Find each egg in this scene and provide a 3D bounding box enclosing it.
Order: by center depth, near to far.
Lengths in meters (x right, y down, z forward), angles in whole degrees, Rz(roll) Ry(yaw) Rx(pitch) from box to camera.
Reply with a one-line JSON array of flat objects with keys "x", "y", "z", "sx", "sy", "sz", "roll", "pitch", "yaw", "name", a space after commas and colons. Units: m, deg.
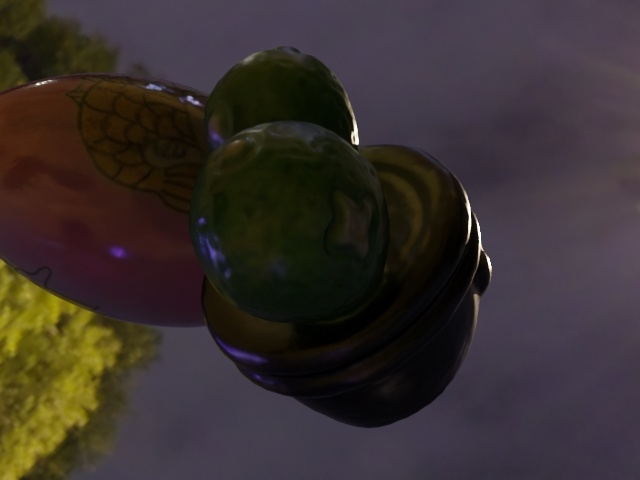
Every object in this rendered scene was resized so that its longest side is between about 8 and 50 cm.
[{"x": -0.147, "y": -0.030, "z": 0.999, "sx": 0.271, "sy": 0.196, "sz": 0.196, "roll": 1, "pitch": -147, "yaw": -23, "name": "egg"}]

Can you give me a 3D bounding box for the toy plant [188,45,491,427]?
[{"x": 0.000, "y": 0.000, "z": 0.761, "sx": 0.175, "sy": 0.235, "sz": 0.218, "roll": -25, "pitch": -143, "yaw": 10, "name": "toy plant"}]
